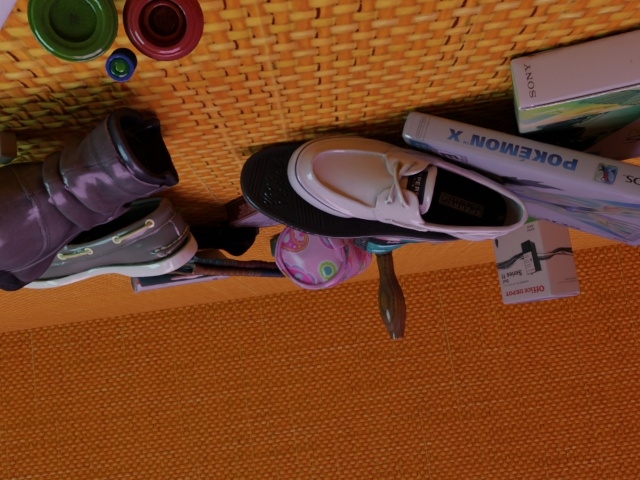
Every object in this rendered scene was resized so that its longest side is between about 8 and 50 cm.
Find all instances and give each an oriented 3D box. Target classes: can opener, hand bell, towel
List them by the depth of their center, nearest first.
[{"bbox_3d":[0.098,0.026,0.989,0.126,0.241,0.126,-9,171,-1],"label":"hand bell"},{"bbox_3d":[-0.270,0.034,1.099,0.371,0.040,0.271,1,178,29],"label":"towel"},{"bbox_3d":[-0.200,-0.008,1.152,0.186,0.073,0.059,-3,-151,-14],"label":"can opener"}]

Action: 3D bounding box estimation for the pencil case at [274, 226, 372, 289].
[{"bbox_3d":[0.016,0.016,1.129,0.124,0.124,0.284,-10,178,14],"label":"pencil case"}]

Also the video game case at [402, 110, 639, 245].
[{"bbox_3d":[0.269,-0.065,0.819,0.300,0.036,0.329,18,178,17],"label":"video game case"}]

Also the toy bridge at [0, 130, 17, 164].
[{"bbox_3d":[-0.363,-0.082,0.572,0.188,0.026,0.063,0,170,-44],"label":"toy bridge"}]

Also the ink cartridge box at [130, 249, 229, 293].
[{"bbox_3d":[-0.266,0.073,1.291,0.189,0.066,0.232,-8,-163,-19],"label":"ink cartridge box"}]

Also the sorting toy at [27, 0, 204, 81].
[{"bbox_3d":[-0.125,-0.134,0.415,0.102,0.061,0.042,1,-156,-11],"label":"sorting toy"}]

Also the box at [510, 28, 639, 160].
[{"bbox_3d":[0.330,-0.144,0.718,0.233,0.058,0.322,-10,170,17],"label":"box"}]

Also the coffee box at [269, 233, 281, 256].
[{"bbox_3d":[0.000,0.000,1.383,0.184,0.040,0.113,-3,169,-33],"label":"coffee box"}]

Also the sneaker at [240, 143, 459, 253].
[{"bbox_3d":[0.037,-0.053,0.856,0.296,0.123,0.178,9,175,-12],"label":"sneaker"}]

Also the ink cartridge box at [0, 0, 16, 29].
[{"bbox_3d":[-0.207,-0.138,0.246,0.180,0.060,0.104,-1,169,-40],"label":"ink cartridge box"}]

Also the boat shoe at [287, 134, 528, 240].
[{"bbox_3d":[0.099,-0.055,0.731,0.268,0.096,0.088,18,175,-12],"label":"boat shoe"}]

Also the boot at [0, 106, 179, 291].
[{"bbox_3d":[-0.246,-0.039,0.673,0.223,0.118,0.338,-26,-169,-7],"label":"boot"}]

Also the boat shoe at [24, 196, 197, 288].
[{"bbox_3d":[-0.323,-0.002,0.921,0.305,0.091,0.109,-6,-146,17],"label":"boat shoe"}]

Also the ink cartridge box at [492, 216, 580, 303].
[{"bbox_3d":[0.451,0.025,1.412,0.087,0.208,0.153,-4,170,-26],"label":"ink cartridge box"}]

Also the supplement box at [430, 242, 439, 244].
[{"bbox_3d":[0.267,-0.029,1.394,0.083,0.056,0.083,-10,171,10],"label":"supplement box"}]

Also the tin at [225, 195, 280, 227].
[{"bbox_3d":[-0.069,-0.053,1.010,0.106,0.040,0.190,-7,172,-38],"label":"tin"}]
